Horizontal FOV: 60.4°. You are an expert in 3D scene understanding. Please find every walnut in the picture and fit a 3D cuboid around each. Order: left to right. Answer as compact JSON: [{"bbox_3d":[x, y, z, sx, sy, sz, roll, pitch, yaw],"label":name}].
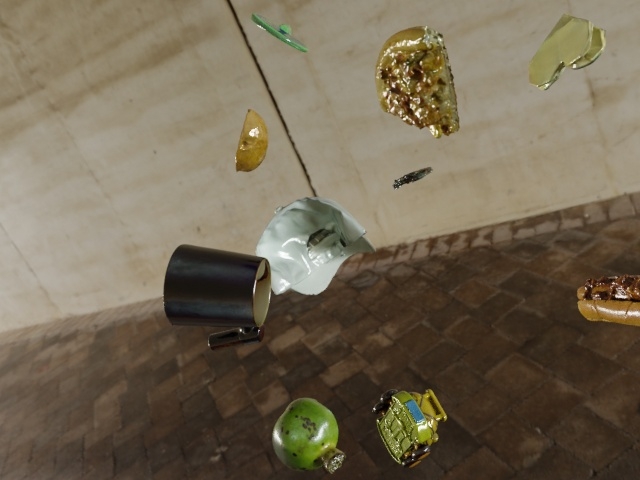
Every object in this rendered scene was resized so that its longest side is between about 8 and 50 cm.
[{"bbox_3d":[-0.124,-0.182,1.036,0.052,0.121,0.091,14,20,-3],"label":"walnut"}]

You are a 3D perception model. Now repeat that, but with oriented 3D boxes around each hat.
[{"bbox_3d":[0.001,0.005,1.339,0.257,0.168,0.301,-35,-22,15],"label":"hat"}]

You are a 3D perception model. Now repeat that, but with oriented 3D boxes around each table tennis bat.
[{"bbox_3d":[-0.098,-0.529,1.397,0.039,0.160,0.257,-56,12,19],"label":"table tennis bat"}]

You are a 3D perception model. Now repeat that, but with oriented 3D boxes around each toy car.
[{"bbox_3d":[0.264,0.524,1.581,0.142,0.248,0.201,-15,60,-23],"label":"toy car"}]

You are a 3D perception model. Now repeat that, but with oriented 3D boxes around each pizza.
[{"bbox_3d":[0.190,-0.376,1.258,0.087,0.258,0.268,-33,39,-13],"label":"pizza"}]

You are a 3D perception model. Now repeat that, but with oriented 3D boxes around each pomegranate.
[{"bbox_3d":[-0.032,0.400,1.119,0.143,0.122,0.169,-58,29,5],"label":"pomegranate"}]

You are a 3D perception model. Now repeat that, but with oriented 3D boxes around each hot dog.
[{"bbox_3d":[0.503,0.088,0.851,0.102,0.076,0.249,-35,11,-17],"label":"hot dog"}]

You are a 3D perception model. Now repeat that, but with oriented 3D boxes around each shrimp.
[{"bbox_3d":[0.328,-0.227,1.947,0.160,0.034,0.091,-27,11,-13],"label":"shrimp"}]

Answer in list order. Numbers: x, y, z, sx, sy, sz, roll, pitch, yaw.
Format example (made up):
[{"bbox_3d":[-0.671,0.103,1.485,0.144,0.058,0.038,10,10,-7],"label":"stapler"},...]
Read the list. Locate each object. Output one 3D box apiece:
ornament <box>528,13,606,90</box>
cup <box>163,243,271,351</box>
[{"bbox_3d":[0.601,-0.484,1.363,0.201,0.059,0.180,152,128,-62],"label":"ornament"},{"bbox_3d":[-0.197,0.116,1.140,0.176,0.239,0.166,4,57,7],"label":"cup"}]
